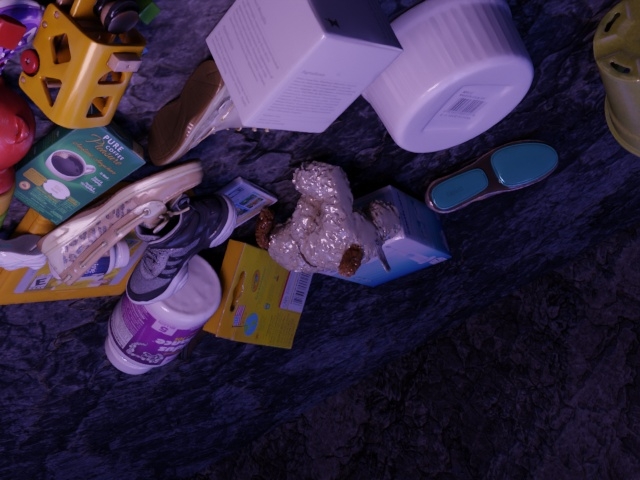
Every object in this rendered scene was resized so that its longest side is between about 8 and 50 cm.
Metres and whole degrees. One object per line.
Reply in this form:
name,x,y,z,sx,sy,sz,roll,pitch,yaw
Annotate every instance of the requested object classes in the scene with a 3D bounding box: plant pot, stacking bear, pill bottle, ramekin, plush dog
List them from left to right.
stacking bear,-0.464,-0.080,1.080,0.164,0.175,0.289,6,136,-50
pill bottle,-0.379,0.026,1.403,0.120,0.067,0.067,-6,152,-40
pill bottle,-0.335,0.158,1.752,0.169,0.169,0.301,-7,153,-38
plush dog,0.000,0.000,1.648,0.262,0.211,0.225,30,145,-35
ramekin,0.207,-0.263,1.383,0.277,0.135,0.277,-21,159,-8
plant pot,0.630,-0.320,1.577,0.276,0.276,0.254,-33,146,20

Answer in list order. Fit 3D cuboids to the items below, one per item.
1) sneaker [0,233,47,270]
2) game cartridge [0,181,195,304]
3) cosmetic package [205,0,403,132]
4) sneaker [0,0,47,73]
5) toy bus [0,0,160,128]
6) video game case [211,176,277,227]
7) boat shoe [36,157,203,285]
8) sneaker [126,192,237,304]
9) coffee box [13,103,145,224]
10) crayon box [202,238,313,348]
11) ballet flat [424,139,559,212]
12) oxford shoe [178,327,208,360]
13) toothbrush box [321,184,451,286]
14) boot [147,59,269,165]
sneaker,-0.505,0.021,1.336,0.152,0.054,0.061,9,141,-9
game cartridge,-0.400,0.007,1.485,0.285,0.053,0.323,-3,151,-44
cosmetic package,-0.024,-0.258,1.120,0.151,0.151,0.183,-2,151,-46
sneaker,-0.372,-0.209,0.971,0.169,0.071,0.068,-32,158,16
toy bus,-0.248,-0.221,0.952,0.191,0.104,0.202,-41,162,-12
video game case,-0.178,-0.058,1.616,0.157,0.019,0.143,-31,158,16
boat shoe,-0.292,-0.033,1.305,0.285,0.089,0.104,-28,-173,10
sneaker,-0.274,0.008,1.444,0.268,0.101,0.153,-42,153,21
coffee box,-0.354,-0.107,1.224,0.184,0.040,0.113,-32,133,19
crayon box,-0.138,0.116,1.828,0.081,0.202,0.318,15,175,27
ballet flat,0.377,-0.147,1.925,0.315,0.108,0.106,-18,179,-3
oxford shoe,-0.309,0.228,2.069,0.096,0.083,0.227,-19,160,-25
toothbrush box,0.133,-0.001,1.897,0.216,0.126,0.295,-22,162,24
boot,-0.149,-0.182,1.278,0.165,0.077,0.213,-5,152,-47
